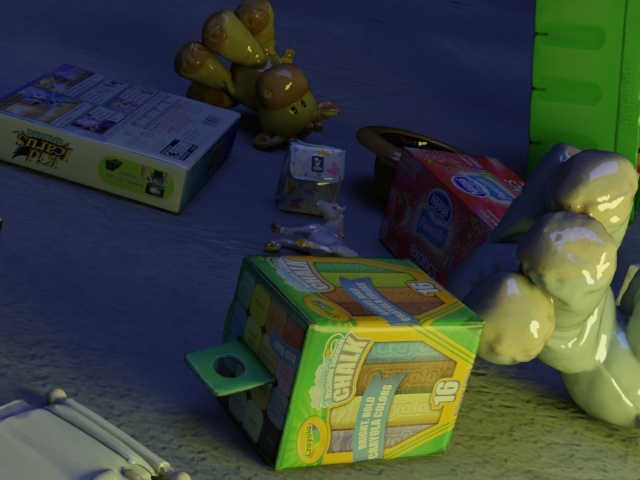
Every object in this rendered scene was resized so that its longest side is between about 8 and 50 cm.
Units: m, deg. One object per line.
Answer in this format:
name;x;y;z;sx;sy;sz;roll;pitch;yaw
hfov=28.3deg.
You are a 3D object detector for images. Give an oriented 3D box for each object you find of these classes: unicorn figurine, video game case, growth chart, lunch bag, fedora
unicorn figurine;0.000;0.000;1.393;0.111;0.060;0.162;1;41;-34
video game case;-0.246;-0.131;1.541;0.244;0.061;0.269;18;21;4
growth chart;-0.229;0.154;0.881;0.172;0.021;0.237;29;25;35
lunch bag;-0.012;-0.076;1.525;0.071;0.083;0.053;9;21;-16
fedora;0.127;-0.086;1.653;0.194;0.079;0.194;18;16;-5

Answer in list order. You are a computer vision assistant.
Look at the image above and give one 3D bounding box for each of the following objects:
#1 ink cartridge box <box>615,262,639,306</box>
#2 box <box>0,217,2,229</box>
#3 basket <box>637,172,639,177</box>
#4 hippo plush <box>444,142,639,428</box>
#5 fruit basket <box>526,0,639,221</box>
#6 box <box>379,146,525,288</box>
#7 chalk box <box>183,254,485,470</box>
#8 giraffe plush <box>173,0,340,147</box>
ink cartridge box;0.440;0.093;1.404;0.191;0.082;0.140;32;27;35
box;-0.326;0.025;0.955;0.093;0.156;0.158;-8;30;-43
basket;0.332;-0.032;1.606;0.103;0.113;0.167;18;20;13
hippo plush;0.238;0.085;1.137;0.236;0.294;0.234;37;22;-7
fruit basket;0.502;-0.230;1.867;0.392;0.392;0.283;19;21;11
box;0.178;-0.001;1.406;0.128;0.122;0.257;5;23;-22
chalk box;-0.001;0.094;1.031;0.213;0.132;0.132;2;24;-31
giraffe plush;-0.076;-0.207;1.764;0.170;0.181;0.210;46;1;37
